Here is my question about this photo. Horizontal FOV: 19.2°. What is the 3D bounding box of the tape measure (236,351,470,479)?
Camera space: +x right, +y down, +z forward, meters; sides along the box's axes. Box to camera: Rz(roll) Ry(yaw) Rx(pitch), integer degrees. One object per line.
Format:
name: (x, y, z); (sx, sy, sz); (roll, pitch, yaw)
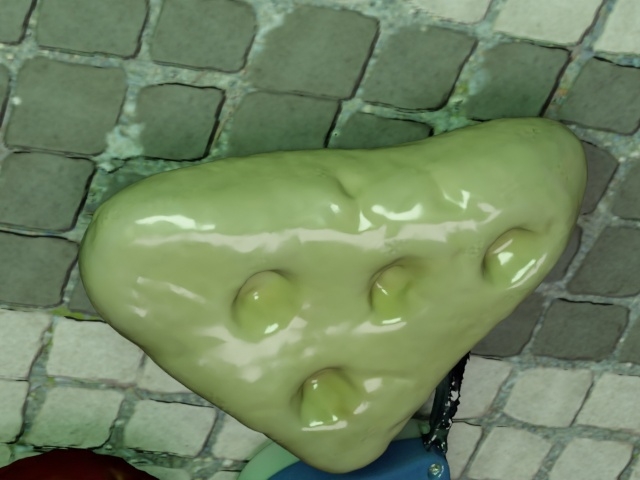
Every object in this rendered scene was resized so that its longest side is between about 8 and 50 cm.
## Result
tape measure: (0.030, 0.206, 1.674); (0.215, 0.098, 0.351); (-8, 131, -7)

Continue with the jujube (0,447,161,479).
jujube: (-0.229, 0.366, 1.651); (0.276, 0.276, 0.377); (-1, 134, -12)

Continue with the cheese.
cheese: (0.000, 0.000, 1.449); (0.328, 0.129, 0.351); (27, 118, -28)
